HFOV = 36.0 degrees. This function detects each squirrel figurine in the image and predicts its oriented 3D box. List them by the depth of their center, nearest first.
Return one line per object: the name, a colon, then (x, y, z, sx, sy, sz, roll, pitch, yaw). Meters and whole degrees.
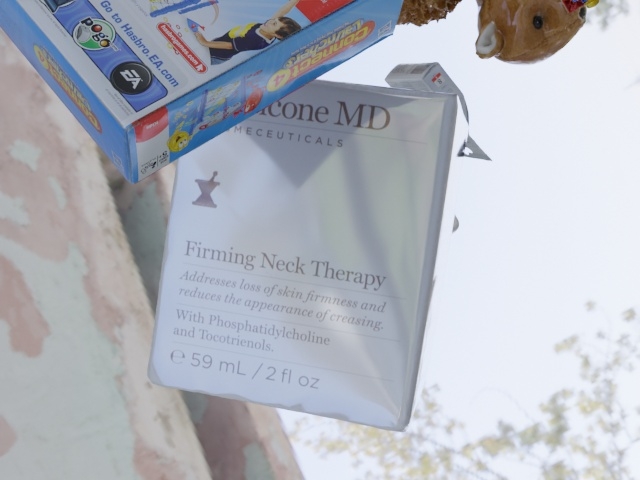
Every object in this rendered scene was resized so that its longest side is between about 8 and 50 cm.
squirrel figurine: (0.251, -0.454, 1.567, 0.281, 0.397, 0.370, -20, -77, -64)

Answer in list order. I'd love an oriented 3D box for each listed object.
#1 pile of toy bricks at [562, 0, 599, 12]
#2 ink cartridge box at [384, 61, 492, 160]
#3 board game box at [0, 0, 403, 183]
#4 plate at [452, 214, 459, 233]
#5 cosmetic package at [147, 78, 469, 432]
pile of toy bricks: (0.305, -0.317, 0.926, 0.118, 0.212, 0.105, 50, -157, -32)
ink cartridge box: (0.196, -0.205, 1.556, 0.179, 0.045, 0.145, 43, 173, -21)
board game box: (-0.134, -0.247, 0.901, 0.308, 0.302, 0.086, 49, 156, 19)
plate: (0.089, -0.054, 1.746, 0.277, 0.278, 0.045, 54, 163, -11)
cosmetic package: (0.000, 0.000, 1.292, 0.327, 0.329, 0.394, -9, -73, -79)
